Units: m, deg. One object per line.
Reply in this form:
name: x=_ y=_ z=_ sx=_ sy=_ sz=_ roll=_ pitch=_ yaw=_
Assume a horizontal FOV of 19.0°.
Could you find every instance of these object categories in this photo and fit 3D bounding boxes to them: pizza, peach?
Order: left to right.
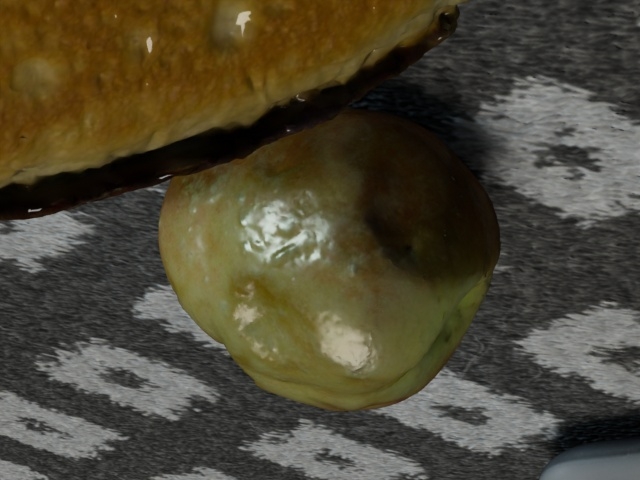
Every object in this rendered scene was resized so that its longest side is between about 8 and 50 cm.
pizza: x=-0.132 y=-0.134 z=0.932 sx=0.080 sy=0.392 sz=0.435 roll=45 pitch=174 yaw=41
peach: x=0.000 y=0.000 z=1.321 sx=0.235 sy=0.214 sz=0.214 roll=29 pitch=157 yaw=6

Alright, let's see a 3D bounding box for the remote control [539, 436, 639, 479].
remote control: x=0.353 y=0.246 z=1.778 sx=0.332 sy=0.103 sz=0.221 roll=-14 pitch=139 yaw=45
